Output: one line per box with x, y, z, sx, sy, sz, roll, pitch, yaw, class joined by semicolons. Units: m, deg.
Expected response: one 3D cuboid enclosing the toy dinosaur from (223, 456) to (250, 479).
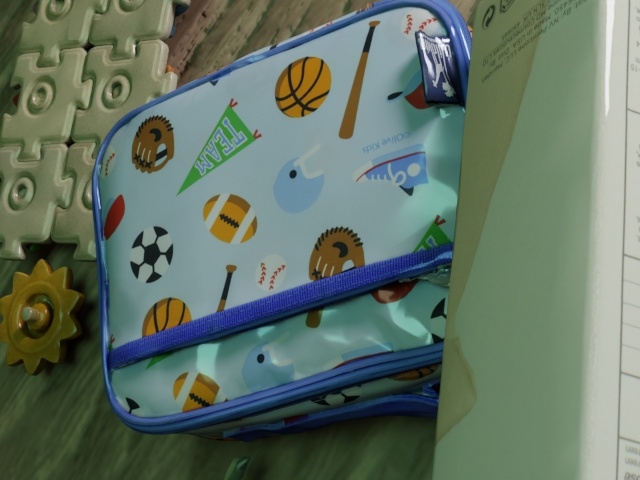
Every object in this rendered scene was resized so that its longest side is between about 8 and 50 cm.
-0.107;0.267;0.739;0.118;0.064;0.268;-3;68;26;toy dinosaur

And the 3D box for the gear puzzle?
-0.179;-0.062;0.928;0.175;0.044;0.339;0;75;33;gear puzzle

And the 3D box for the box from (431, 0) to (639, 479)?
0.148;0.013;0.561;0.121;0.148;0.311;-36;39;57;box

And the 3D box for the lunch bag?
0.000;0.000;0.735;0.303;0.115;0.243;-18;65;29;lunch bag
